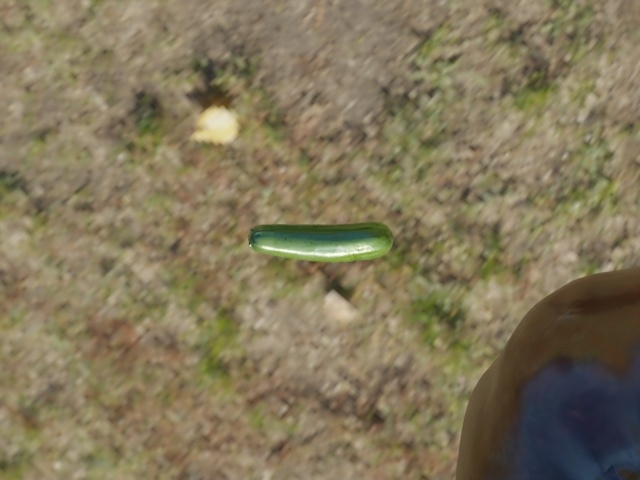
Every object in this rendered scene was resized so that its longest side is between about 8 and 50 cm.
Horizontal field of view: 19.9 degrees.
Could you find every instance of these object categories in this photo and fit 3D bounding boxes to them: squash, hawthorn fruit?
[{"bbox_3d":[0.000,0.000,1.109,0.089,0.027,0.027,0,118,-3],"label":"squash"},{"bbox_3d":[0.174,0.098,0.891,0.208,0.248,0.208,6,111,17],"label":"hawthorn fruit"}]
